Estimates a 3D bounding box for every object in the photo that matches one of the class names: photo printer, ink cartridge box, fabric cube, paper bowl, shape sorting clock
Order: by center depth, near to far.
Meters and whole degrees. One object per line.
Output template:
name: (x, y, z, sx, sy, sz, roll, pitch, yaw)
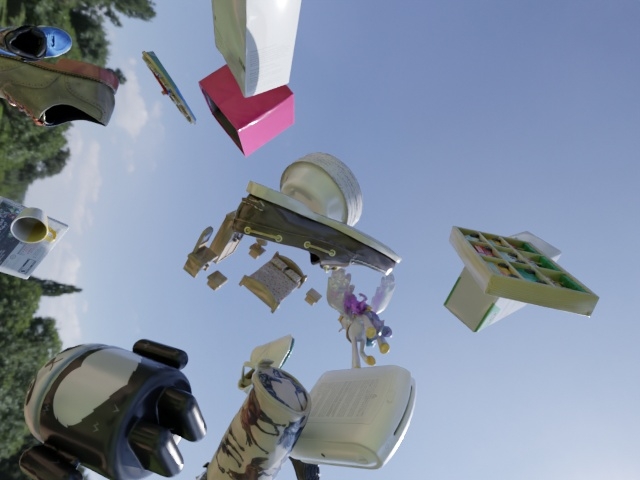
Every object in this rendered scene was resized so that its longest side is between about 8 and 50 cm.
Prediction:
photo printer: (0.085, 0.431, 1.016, 0.307, 0.256, 0.107, -22, -73, 40)
shape sorting clock: (-0.390, -0.388, 1.052, 0.040, 0.206, 0.206, -33, -134, -7)
ink cartridge box: (0.489, 0.102, 1.094, 0.117, 0.278, 0.201, 44, -49, 36)
paper bowl: (-0.017, -0.129, 1.321, 0.284, 0.148, 0.284, 25, -46, 29)
fabric cube: (-0.281, -0.540, 1.614, 0.259, 0.258, 0.254, 51, -8, 7)

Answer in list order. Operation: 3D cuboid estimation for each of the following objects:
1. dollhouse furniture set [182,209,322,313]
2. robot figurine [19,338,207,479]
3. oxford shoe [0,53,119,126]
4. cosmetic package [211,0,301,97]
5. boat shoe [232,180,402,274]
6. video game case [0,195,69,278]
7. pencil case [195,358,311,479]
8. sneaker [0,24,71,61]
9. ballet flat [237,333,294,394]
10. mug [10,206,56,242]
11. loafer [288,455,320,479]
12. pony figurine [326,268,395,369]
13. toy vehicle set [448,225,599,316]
dollhouse furniture set: (-0.157, 0.080, 1.208, 0.355, 0.303, 0.174, 38, -62, 6)
robot figurine: (-0.320, 0.261, 0.639, 0.278, 0.209, 0.174, 11, -92, 22)
oxford shoe: (-0.623, -0.316, 0.869, 0.123, 0.348, 0.130, 127, -34, -81)
cosmetic package: (-0.172, -0.585, 1.048, 0.217, 0.156, 0.385, 60, -16, 12)
boat shoe: (0.000, 0.000, 0.749, 0.097, 0.324, 0.116, -65, -159, 3)
video game case: (-0.798, -0.002, 1.064, 0.190, 0.173, 0.022, -49, -129, 2)
pencil case: (-0.171, 0.493, 0.973, 0.183, 0.160, 0.410, 33, -79, 26)
sneaker: (-0.502, -0.354, 0.731, 0.084, 0.152, 0.058, 20, -63, 21)
ballet flat: (-0.228, 0.486, 1.571, 0.400, 0.139, 0.139, -60, -138, 36)
mug: (-0.596, -0.031, 0.847, 0.064, 0.062, 0.078, -128, -151, -50)
loafer: (-0.057, 0.657, 1.233, 0.078, 0.076, 0.223, -31, -124, 27)
pony figurine: (0.161, 0.307, 1.634, 0.363, 0.302, 0.351, -117, -141, -64)
toy vehicle set: (0.346, 0.043, 0.741, 0.267, 0.166, 0.035, -75, 177, -71)
